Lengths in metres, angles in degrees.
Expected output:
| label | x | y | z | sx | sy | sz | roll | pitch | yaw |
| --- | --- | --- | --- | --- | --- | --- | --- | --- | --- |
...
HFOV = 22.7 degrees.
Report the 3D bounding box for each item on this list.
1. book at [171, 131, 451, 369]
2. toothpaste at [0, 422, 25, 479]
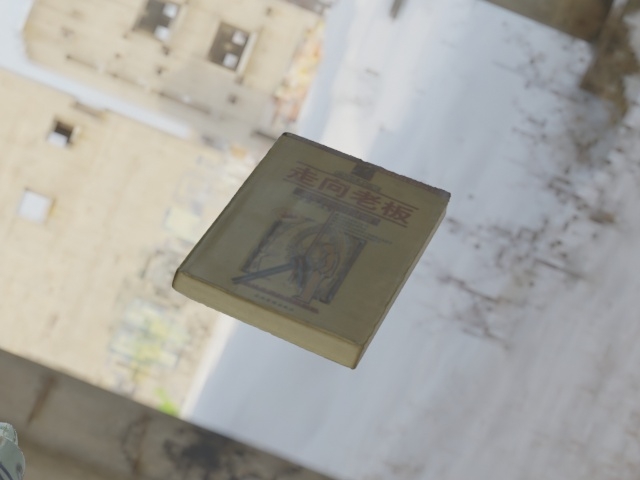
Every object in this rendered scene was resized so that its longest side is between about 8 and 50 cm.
| label | x | y | z | sx | sy | sz | roll | pitch | yaw |
| --- | --- | --- | --- | --- | --- | --- | --- | --- | --- |
| book | 0.000 | 0.000 | 1.289 | 0.231 | 0.161 | 0.026 | -56 | -14 | -51 |
| toothpaste | -0.156 | 0.132 | 0.685 | 0.029 | 0.048 | 0.197 | -41 | 15 | 17 |
